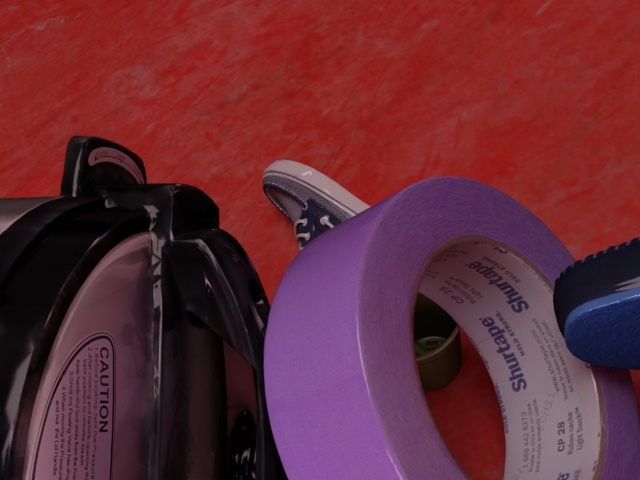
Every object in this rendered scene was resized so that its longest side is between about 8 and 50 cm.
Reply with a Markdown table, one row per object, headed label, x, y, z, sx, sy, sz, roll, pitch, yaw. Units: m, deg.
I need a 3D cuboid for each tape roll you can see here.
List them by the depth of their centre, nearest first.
| label | x | y | z | sx | sy | sz | roll | pitch | yaw |
| --- | --- | --- | --- | --- | --- | --- | --- | --- | --- |
| tape roll | 0.095 | 0.099 | 0.744 | 0.090 | 0.275 | 0.275 | -28 | 42 | 41 |

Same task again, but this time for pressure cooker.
| label | x | y | z | sx | sy | sz | roll | pitch | yaw |
| --- | --- | --- | --- | --- | --- | --- | --- | --- | --- |
| pressure cooker | -0.219 | 0.144 | 0.773 | 0.420 | 0.370 | 0.375 | 1 | 35 | 19 |

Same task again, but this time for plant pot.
| label | x | y | z | sx | sy | sz | roll | pitch | yaw |
| --- | --- | --- | --- | --- | --- | --- | --- | --- | --- |
| plant pot | 0.079 | 0.078 | 0.894 | 0.083 | 0.079 | 0.083 | -9 | 53 | 13 |

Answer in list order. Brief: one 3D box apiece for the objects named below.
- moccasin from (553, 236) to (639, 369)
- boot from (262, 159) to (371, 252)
| label | x | y | z | sx | sy | sz | roll | pitch | yaw |
| --- | --- | --- | --- | --- | --- | --- | --- | --- | --- |
| moccasin | 0.319 | -0.001 | 0.759 | 0.342 | 0.137 | 0.117 | -12 | 56 | -1 |
| boot | 0.000 | 0.000 | 0.987 | 0.190 | 0.069 | 0.086 | 30 | 67 | 33 |
